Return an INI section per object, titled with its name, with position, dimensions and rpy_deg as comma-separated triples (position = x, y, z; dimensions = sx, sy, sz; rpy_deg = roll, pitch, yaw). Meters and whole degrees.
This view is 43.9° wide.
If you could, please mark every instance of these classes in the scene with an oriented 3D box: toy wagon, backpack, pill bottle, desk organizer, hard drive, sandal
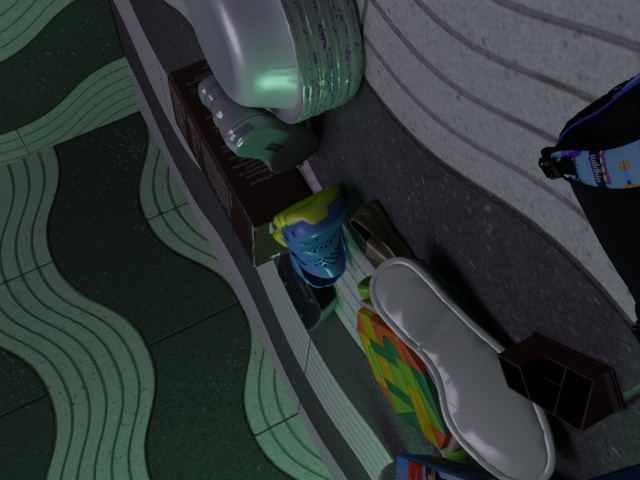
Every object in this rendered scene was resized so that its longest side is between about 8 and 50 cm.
[toy wagon]
position = 0.155, 0.196, 1.169
dimensions = 0.267, 0.068, 0.344
rpy_deg = 68, 166, -16
[backpack]
position = 0.220, -0.032, 0.418
dimensions = 0.158, 0.117, 0.173
rpy_deg = 63, 167, 7
[pill bottle]
position = 0.162, 0.530, 1.693
dimensions = 0.086, 0.086, 0.152
rpy_deg = 58, 165, 26
[desk organizer]
position = 0.237, 0.140, 0.799
dimensions = 0.047, 0.050, 0.130
rpy_deg = 69, 166, -16
[hard drive]
position = -0.030, 0.100, 1.717
dimensions = 0.172, 0.054, 0.254
rpy_deg = 63, 166, 10
[sandal]
position = 0.000, 0.000, 1.315
dimensions = 0.138, 0.126, 0.317
rpy_deg = 62, 176, 6

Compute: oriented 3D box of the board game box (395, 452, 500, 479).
[board game box]
position = 0.196, 0.486, 1.157
dimensions = 0.302, 0.086, 0.308
rpy_deg = 155, 120, -73

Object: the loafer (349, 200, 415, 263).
[loafer]
position = 0.090, 0.013, 1.126
dimensions = 0.148, 0.050, 0.056
rpy_deg = 59, 165, 23

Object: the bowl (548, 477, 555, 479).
[bowl]
position = 0.292, 0.350, 0.961
dimensions = 0.142, 0.053, 0.142
rpy_deg = 67, 167, -10

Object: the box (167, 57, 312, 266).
[box]
position = -0.157, -0.161, 1.564
dimensions = 0.381, 0.143, 0.191
rpy_deg = 62, 166, 19

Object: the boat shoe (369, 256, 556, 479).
[boat shoe]
position = 0.184, 0.151, 0.978
dimensions = 0.319, 0.116, 0.099
rpy_deg = 54, -161, 22

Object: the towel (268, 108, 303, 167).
[towel]
position = -0.063, -0.202, 1.377
dimensions = 0.113, 0.023, 0.152
rpy_deg = 60, 166, 20

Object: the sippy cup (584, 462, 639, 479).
[sippy cup]
position = 0.278, 0.288, 0.597
dimensions = 0.306, 0.240, 0.224
rpy_deg = -29, 72, 38

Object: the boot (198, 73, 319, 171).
[boot]
position = -0.091, -0.184, 1.206
dimensions = 0.123, 0.095, 0.258
rpy_deg = 57, -168, 13

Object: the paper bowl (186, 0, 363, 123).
[paper bowl]
position = -0.075, -0.286, 1.014
dimensions = 0.284, 0.148, 0.284
rpy_deg = 59, 165, 27
